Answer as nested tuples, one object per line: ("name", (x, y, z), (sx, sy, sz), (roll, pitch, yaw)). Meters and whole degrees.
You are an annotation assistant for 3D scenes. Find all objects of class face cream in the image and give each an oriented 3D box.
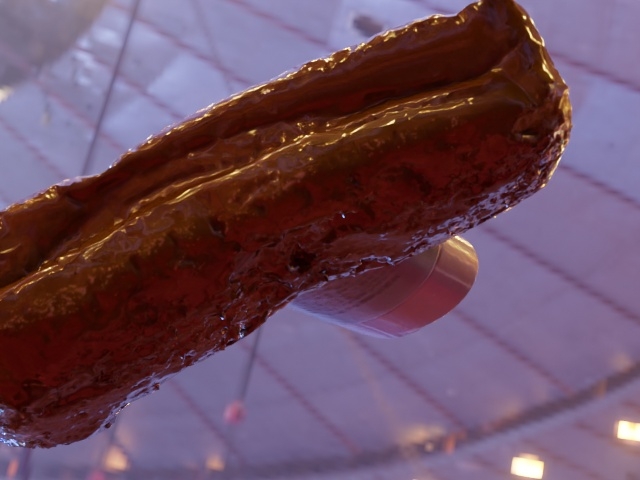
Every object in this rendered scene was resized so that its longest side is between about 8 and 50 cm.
("face cream", (0.000, 0.000, 0.911), (0.084, 0.057, 0.198), (-28, -27, 22))

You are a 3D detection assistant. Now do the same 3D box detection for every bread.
("bread", (-0.027, -0.001, 0.756), (0.271, 0.077, 0.139), (-25, -19, -5))
